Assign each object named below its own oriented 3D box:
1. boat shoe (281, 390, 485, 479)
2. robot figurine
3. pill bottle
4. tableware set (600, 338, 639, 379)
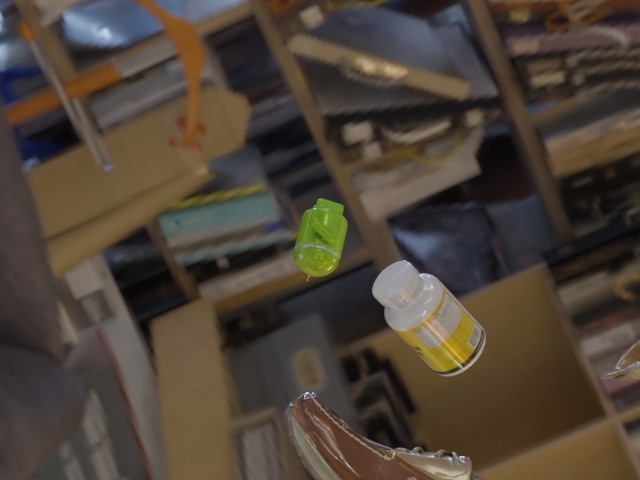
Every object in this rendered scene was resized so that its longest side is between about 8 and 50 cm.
[{"bbox_3d":[0.097,0.245,1.347,0.324,0.116,0.123,44,-9,22],"label":"boat shoe"},{"bbox_3d":[0.000,0.000,2.127,0.101,0.067,0.115,129,-23,-64],"label":"robot figurine"},{"bbox_3d":[0.162,0.116,2.279,0.184,0.103,0.103,46,15,-28],"label":"pill bottle"},{"bbox_3d":[0.309,0.067,1.256,0.020,0.169,0.141,43,-18,-6],"label":"tableware set"}]
